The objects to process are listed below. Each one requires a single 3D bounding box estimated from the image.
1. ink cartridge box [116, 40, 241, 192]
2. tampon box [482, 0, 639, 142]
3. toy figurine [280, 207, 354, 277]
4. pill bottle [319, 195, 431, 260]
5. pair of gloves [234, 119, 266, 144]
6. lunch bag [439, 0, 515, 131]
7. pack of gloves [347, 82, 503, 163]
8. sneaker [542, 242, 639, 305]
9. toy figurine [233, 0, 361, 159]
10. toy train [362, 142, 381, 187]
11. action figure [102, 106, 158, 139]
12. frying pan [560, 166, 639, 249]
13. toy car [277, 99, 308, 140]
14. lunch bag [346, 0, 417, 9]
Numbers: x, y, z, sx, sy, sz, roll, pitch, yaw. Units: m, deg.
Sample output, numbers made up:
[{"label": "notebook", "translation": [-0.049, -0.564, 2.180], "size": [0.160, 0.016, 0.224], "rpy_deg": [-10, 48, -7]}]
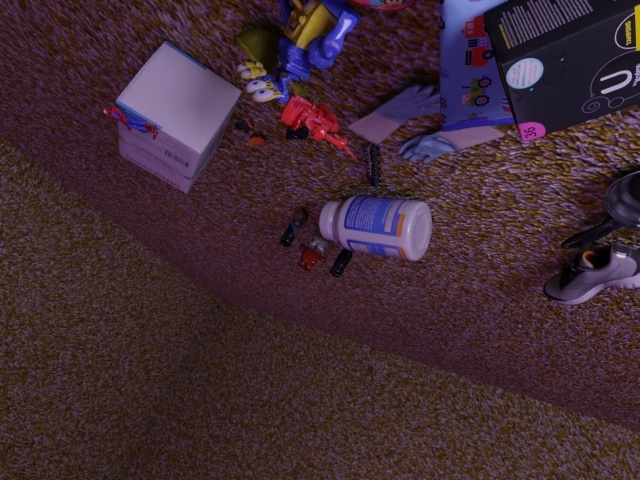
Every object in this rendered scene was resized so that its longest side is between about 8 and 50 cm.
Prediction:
[{"label": "ink cartridge box", "translation": [-0.348, -0.280, 1.058], "size": [0.198, 0.197, 0.270], "rpy_deg": [31, 156, -14]}, {"label": "tampon box", "translation": [0.273, -0.201, 0.457], "size": [0.161, 0.101, 0.120], "rpy_deg": [-18, 141, 26]}, {"label": "toy figurine", "translation": [0.000, 0.000, 1.407], "size": [0.213, 0.148, 0.209], "rpy_deg": [7, 146, 42]}, {"label": "pill bottle", "translation": [0.138, -0.040, 1.150], "size": [0.272, 0.152, 0.152], "rpy_deg": [10, 153, 34]}, {"label": "pair of gloves", "translation": [-0.182, -0.279, 1.137], "size": [0.074, 0.010, 0.083], "rpy_deg": [0, 146, 46]}, {"label": "lunch bag", "translation": [0.306, -0.259, 0.546], "size": [0.293, 0.138, 0.221], "rpy_deg": [6, 150, 19]}, {"label": "pack of gloves", "translation": [0.196, -0.228, 0.842], "size": [0.195, 0.046, 0.232], "rpy_deg": [23, 164, -25]}, {"label": "sneaker", "translation": [0.599, 0.069, 0.984], "size": [0.108, 0.100, 0.271], "rpy_deg": [27, 154, -3]}, {"label": "toy figurine", "translation": [-0.003, -0.324, 0.707], "size": [0.191, 0.217, 0.362], "rpy_deg": [23, -154, -32]}, {"label": "toy train", "translation": [0.121, -0.177, 1.028], "size": [0.036, 0.027, 0.158], "rpy_deg": [28, 161, 21]}, {"label": "action figure", "translation": [-0.393, -0.244, 0.896], "size": [0.115, 0.030, 0.038], "rpy_deg": [26, 160, 1]}, {"label": "frying pan", "translation": [0.601, -0.043, 0.792], "size": [0.197, 0.053, 0.326], "rpy_deg": [19, 159, 16]}, {"label": "toy car", "translation": [-0.063, -0.284, 0.994], "size": [0.122, 0.060, 0.040], "rpy_deg": [83, 165, -46]}, {"label": "lunch bag", "translation": [0.007, -0.419, 0.485], "size": [0.293, 0.120, 0.258], "rpy_deg": [21, 157, 11]}]
